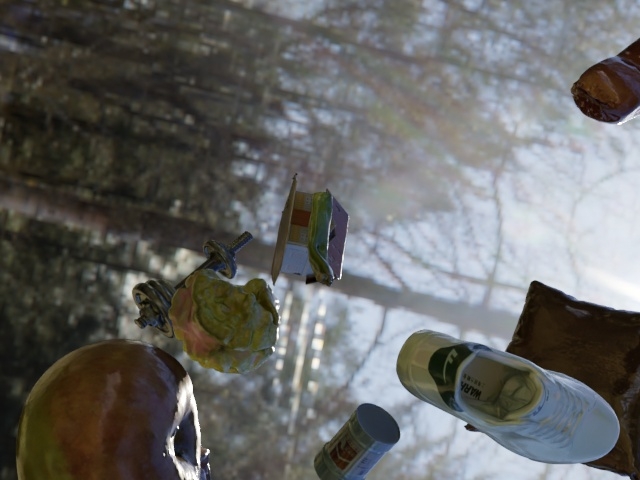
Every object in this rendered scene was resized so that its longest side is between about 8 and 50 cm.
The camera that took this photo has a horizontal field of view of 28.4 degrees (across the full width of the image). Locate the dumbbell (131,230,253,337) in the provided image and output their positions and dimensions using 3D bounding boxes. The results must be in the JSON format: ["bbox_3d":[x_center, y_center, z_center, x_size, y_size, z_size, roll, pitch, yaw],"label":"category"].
[{"bbox_3d":[-0.211,0.066,2.136,0.254,0.110,0.110,-39,173,-24],"label":"dumbbell"}]

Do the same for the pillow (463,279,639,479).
[{"bbox_3d":[0.431,0.222,2.077,0.305,0.308,0.108,-62,146,-24],"label":"pillow"}]

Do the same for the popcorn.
[{"bbox_3d":[-0.118,0.103,1.580,0.126,0.145,0.125,9,90,-58],"label":"popcorn"}]

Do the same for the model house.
[{"bbox_3d":[-0.012,0.004,2.438,0.207,0.136,0.219,112,-13,-54],"label":"model house"}]

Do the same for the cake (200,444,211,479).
[{"bbox_3d":[-0.234,0.302,1.699,0.207,0.185,0.178,55,-49,12],"label":"cake"}]

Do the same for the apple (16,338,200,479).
[{"bbox_3d":[-0.240,0.237,1.452,0.261,0.194,0.260,-7,90,-87],"label":"apple"}]

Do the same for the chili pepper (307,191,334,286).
[{"bbox_3d":[0.000,0.000,2.219,0.052,0.050,0.201,64,20,-51],"label":"chili pepper"}]

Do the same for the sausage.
[{"bbox_3d":[0.483,-0.248,1.878,0.348,0.097,0.094,-32,152,-40],"label":"sausage"}]

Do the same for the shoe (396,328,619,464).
[{"bbox_3d":[0.204,0.165,1.244,0.110,0.265,0.095,3,-107,69],"label":"shoe"}]

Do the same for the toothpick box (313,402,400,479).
[{"bbox_3d":[0.067,0.390,2.372,0.153,0.101,0.101,-54,-159,30],"label":"toothpick box"}]
